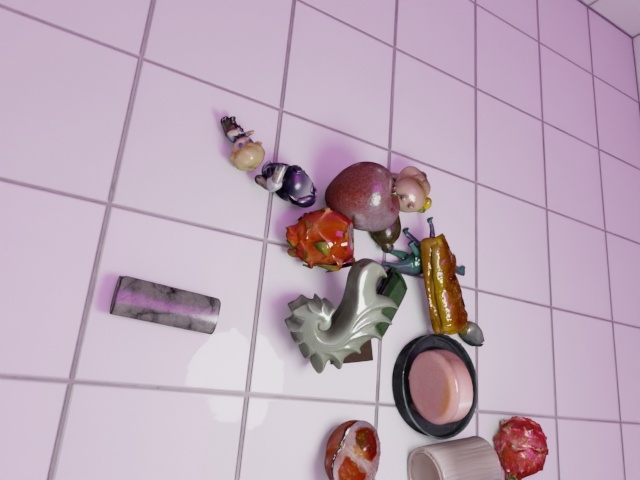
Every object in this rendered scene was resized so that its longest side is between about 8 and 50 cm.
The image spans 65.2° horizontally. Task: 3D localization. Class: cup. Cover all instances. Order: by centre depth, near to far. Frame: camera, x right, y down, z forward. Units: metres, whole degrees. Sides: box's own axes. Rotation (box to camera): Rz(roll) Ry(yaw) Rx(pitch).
[{"bbox_3d":[0.460,0.843,1.787,0.273,0.288,0.208,5,40,-29],"label":"cup"}]

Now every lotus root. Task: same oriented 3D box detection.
[{"bbox_3d":[0.246,-0.054,1.902,0.120,0.120,0.210,4,72,-30],"label":"lotus root"},{"bbox_3d":[0.620,0.386,2.042,0.165,0.088,0.088,40,61,-28],"label":"lotus root"}]

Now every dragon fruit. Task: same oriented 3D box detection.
[{"bbox_3d":[0.006,0.000,1.687,0.224,0.227,0.224,-8,90,-69],"label":"dragon fruit"},{"bbox_3d":[0.785,0.827,1.969,0.205,0.210,0.268,29,70,-4],"label":"dragon fruit"}]

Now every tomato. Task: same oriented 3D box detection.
[{"bbox_3d":[0.093,0.699,1.629,0.199,0.112,0.228,48,58,-21],"label":"tomato"}]

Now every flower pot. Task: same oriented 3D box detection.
[{"bbox_3d":[0.080,0.245,1.630,0.367,0.164,0.254,-30,105,-9],"label":"flower pot"}]

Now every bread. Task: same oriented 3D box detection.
[{"bbox_3d":[0.477,0.162,1.903,0.185,0.109,0.381,-11,92,-48],"label":"bread"}]

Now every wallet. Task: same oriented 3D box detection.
[{"bbox_3d":[0.240,0.230,1.839,0.236,0.055,0.160,-57,135,-21],"label":"wallet"}]

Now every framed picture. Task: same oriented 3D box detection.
[{"bbox_3d":[0.107,0.367,1.768,0.168,0.023,0.128,2,76,-31],"label":"framed picture"}]

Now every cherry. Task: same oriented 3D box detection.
[{"bbox_3d":[0.147,-0.150,1.765,0.221,0.307,0.261,-65,144,-36],"label":"cherry"}]

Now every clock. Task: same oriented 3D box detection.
[{"bbox_3d":[0.436,0.545,1.893,0.386,0.076,0.386,8,75,-30],"label":"clock"}]

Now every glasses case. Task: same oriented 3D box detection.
[{"bbox_3d":[-0.445,0.191,1.455,0.299,0.060,0.114,17,70,-27],"label":"glasses case"}]

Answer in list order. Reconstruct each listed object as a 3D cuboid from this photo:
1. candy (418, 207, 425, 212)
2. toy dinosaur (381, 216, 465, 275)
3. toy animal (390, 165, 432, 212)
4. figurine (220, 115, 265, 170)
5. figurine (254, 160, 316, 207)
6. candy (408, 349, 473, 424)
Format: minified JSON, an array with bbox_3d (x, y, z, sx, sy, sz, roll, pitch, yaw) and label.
[{"bbox_3d":[0.379,-0.124,2.050,0.123,0.035,0.035,-9,100,-25],"label":"candy"},{"bbox_3d":[0.422,0.112,1.987,0.383,0.129,0.331,-43,110,-30],"label":"toy dinosaur"},{"bbox_3d":[0.349,-0.191,1.938,0.165,0.149,0.248,58,21,-15],"label":"toy animal"},{"bbox_3d":[-0.260,-0.328,1.671,0.114,0.108,0.196,-15,78,-58],"label":"figurine"},{"bbox_3d":[-0.097,-0.189,1.705,0.222,0.145,0.145,12,72,-47],"label":"figurine"},{"bbox_3d":[0.399,0.498,1.700,0.094,0.255,0.255,2,78,-30],"label":"candy"}]
